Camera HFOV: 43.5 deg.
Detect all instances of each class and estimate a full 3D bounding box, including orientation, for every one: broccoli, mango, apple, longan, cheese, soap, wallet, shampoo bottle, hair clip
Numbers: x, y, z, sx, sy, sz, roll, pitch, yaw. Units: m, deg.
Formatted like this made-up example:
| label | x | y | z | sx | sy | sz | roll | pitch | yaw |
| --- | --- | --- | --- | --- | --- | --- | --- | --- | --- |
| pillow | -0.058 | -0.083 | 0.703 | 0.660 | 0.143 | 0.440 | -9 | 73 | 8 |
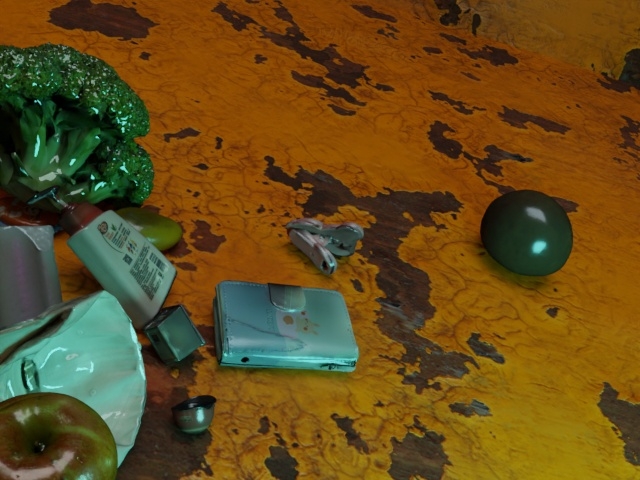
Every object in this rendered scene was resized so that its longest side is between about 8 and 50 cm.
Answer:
| label | x | y | z | sx | sy | sz | roll | pitch | yaw |
| --- | --- | --- | --- | --- | --- | --- | --- | --- | --- |
| broccoli | -0.497 | -0.215 | 1.509 | 0.310 | 0.413 | 0.321 | -46 | 51 | -7 |
| mango | -0.340 | -0.018 | 1.544 | 0.161 | 0.076 | 0.103 | 2 | 33 | -36 |
| apple | -0.350 | 0.289 | 0.993 | 0.196 | 0.196 | 0.196 | 13 | 37 | -10 |
| longan | 0.469 | -0.019 | 1.831 | 0.196 | 0.196 | 0.220 | -18 | 47 | -40 |
| cheese | -0.598 | -0.059 | 1.501 | 0.256 | 0.037 | 0.106 | 15 | 35 | -9 |
| soap | -0.512 | 0.123 | 1.307 | 0.159 | 0.258 | 0.302 | -6 | 88 | -32 |
| wallet | -0.066 | 0.156 | 1.447 | 0.250 | 0.075 | 0.176 | 7 | 42 | -19 |
| shampoo bottle | -0.376 | 0.009 | 1.382 | 0.284 | 0.071 | 0.153 | 46 | 30 | -20 |
| hair clip | 0.007 | -0.007 | 1.668 | 0.138 | 0.123 | 0.102 | 40 | 60 | 19 |

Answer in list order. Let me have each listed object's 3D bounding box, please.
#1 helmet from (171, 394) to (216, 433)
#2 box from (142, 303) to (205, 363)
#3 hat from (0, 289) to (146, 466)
| label | x | y | z | sx | sy | sz | roll | pitch | yaw |
| --- | --- | --- | --- | --- | --- | --- | --- | --- | --- |
| helmet | -0.194 | 0.275 | 1.253 | 0.065 | 0.049 | 0.084 | -7 | 2 | 21 |
| box | -0.247 | 0.160 | 1.344 | 0.063 | 0.060 | 0.085 | -43 | 110 | -44 |
| hat | -0.410 | 0.207 | 1.147 | 0.301 | 0.258 | 0.168 | -9 | 13 | -7 |
